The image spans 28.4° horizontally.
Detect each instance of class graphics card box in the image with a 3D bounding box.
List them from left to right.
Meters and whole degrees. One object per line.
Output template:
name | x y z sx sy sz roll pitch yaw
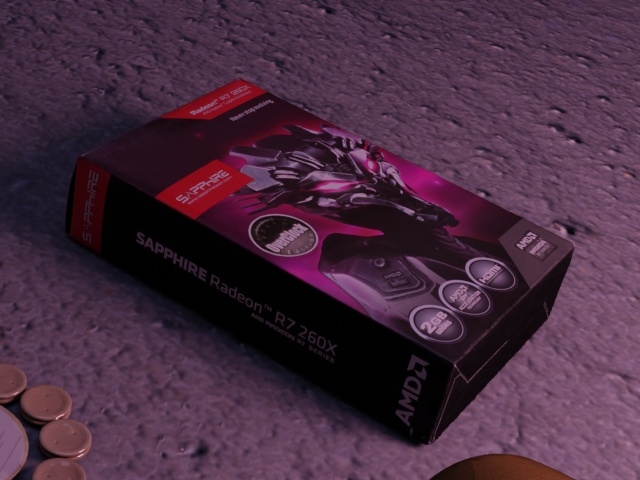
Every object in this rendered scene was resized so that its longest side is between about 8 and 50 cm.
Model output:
graphics card box | 0.000 0.000 1.074 0.371 0.094 0.233 30 36 21

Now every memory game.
memory game | -0.246 0.142 0.849 0.186 0.012 0.186 9 34 -6

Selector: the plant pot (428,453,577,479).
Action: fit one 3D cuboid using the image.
plant pot | 0.126 0.230 0.688 0.237 0.237 0.254 7 20 -10
